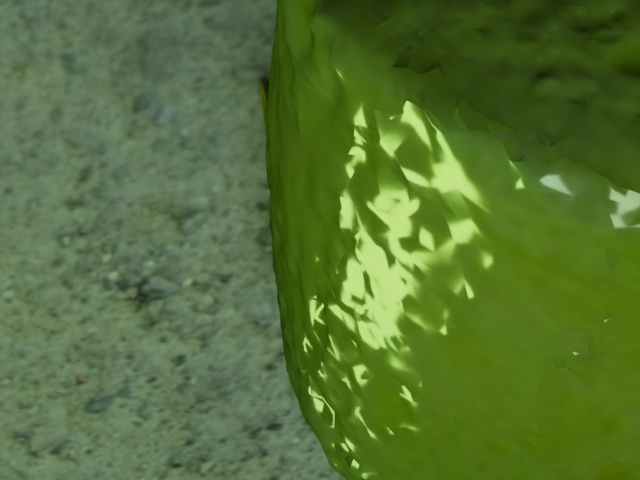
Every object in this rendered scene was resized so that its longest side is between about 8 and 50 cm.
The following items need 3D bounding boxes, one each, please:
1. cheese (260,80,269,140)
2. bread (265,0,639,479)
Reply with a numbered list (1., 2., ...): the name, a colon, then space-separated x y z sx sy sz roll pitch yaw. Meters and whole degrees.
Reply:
1. cheese: 0.000 0.000 1.052 0.126 0.093 0.171 10 128 -18
2. bread: 0.137 -0.042 0.735 0.348 0.348 0.308 0 138 -10
